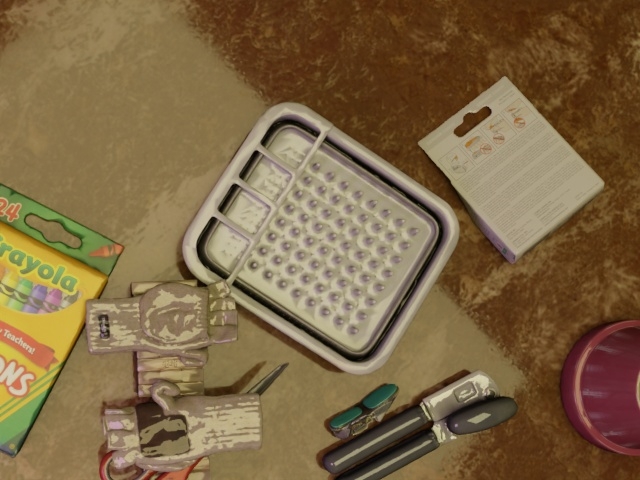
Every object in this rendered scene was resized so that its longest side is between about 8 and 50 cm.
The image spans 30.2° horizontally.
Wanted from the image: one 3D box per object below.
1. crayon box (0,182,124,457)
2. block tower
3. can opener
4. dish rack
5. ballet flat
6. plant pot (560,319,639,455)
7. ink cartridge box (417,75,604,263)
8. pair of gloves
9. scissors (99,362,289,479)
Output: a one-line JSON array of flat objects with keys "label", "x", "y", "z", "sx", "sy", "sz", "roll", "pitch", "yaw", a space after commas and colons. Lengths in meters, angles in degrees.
[{"label": "crayon box", "x": -0.420, "y": 0.100, "z": 1.574, "sx": 0.202, "sy": 0.081, "sz": 0.319, "roll": 27, "pitch": 80, "yaw": -7}, {"label": "block tower", "x": -0.202, "y": 0.223, "z": 1.600, "sx": 0.097, "sy": 0.091, "sz": 0.336, "roll": -2, "pitch": 86, "yaw": -11}, {"label": "can opener", "x": 0.138, "y": 0.270, "z": 1.668, "sx": 0.280, "sy": 0.093, "sz": 0.074, "roll": -26, "pitch": 91, "yaw": -7}, {"label": "dish rack", "x": 0.000, "y": 0.000, "z": 1.670, "sx": 0.332, "sy": 0.072, "sz": 0.286, "roll": 33, "pitch": 79, "yaw": -7}, {"label": "ballet flat", "x": 0.066, "y": 0.246, "z": 1.682, "sx": 0.114, "sy": 0.041, "sz": 0.041, "roll": -31, "pitch": 91, "yaw": -12}, {"label": "plant pot", "x": 0.468, "y": 0.211, "z": 1.688, "sx": 0.201, "sy": 0.180, "sz": 0.201, "roll": 1, "pitch": 85, "yaw": -10}, {"label": "ink cartridge box", "x": 0.279, "y": -0.105, "z": 1.756, "sx": 0.181, "sy": 0.056, "sz": 0.225, "roll": -37, "pitch": 74, "yaw": -12}, {"label": "pair of gloves", "x": -0.190, "y": 0.175, "z": 1.533, "sx": 0.204, "sy": 0.042, "sz": 0.240, "roll": -12, "pitch": 78, "yaw": -10}, {"label": "scissors", "x": -0.151, "y": 0.271, "z": 1.553, "sx": 0.297, "sy": 0.021, "sz": 0.109, "roll": -27, "pitch": 88, "yaw": -13}]
